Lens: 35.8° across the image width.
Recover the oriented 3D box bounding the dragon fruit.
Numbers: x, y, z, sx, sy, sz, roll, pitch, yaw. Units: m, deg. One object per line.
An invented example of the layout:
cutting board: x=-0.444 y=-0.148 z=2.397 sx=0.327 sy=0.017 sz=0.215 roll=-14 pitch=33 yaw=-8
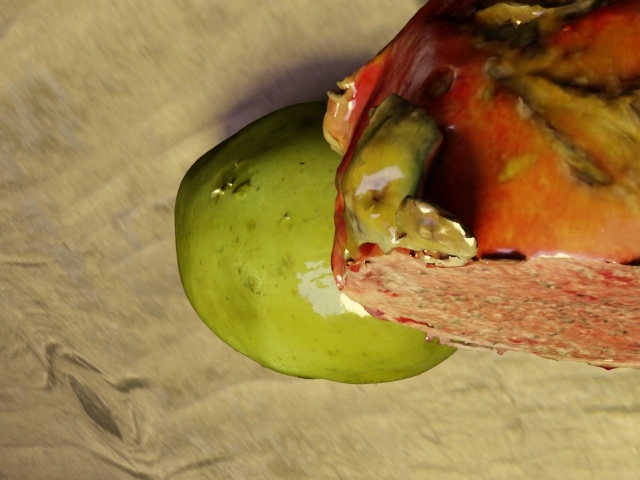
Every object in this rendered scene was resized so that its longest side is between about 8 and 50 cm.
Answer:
dragon fruit: x=0.153 y=-0.077 z=0.533 sx=0.296 sy=0.263 sz=0.314 roll=5 pitch=166 yaw=8

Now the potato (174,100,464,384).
potato: x=0.002 y=0.002 z=0.767 sx=0.304 sy=0.216 sz=0.216 roll=-4 pitch=119 yaw=60
